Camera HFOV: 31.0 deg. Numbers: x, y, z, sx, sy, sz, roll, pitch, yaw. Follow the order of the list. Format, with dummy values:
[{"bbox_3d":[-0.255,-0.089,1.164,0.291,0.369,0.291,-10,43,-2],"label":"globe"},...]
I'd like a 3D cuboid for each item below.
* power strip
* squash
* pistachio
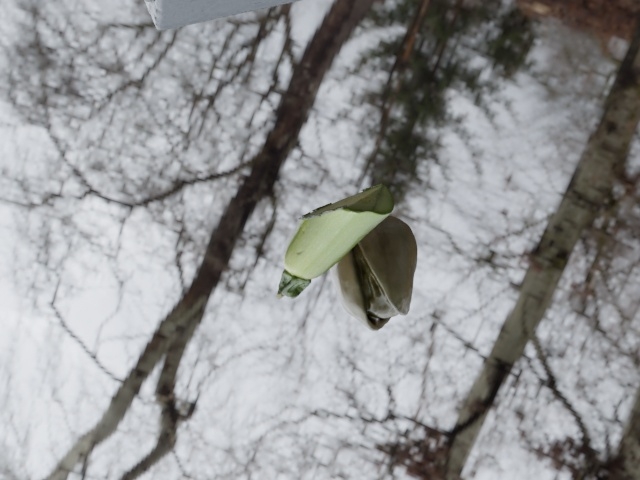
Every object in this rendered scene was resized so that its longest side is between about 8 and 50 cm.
[{"bbox_3d":[-0.118,-0.359,1.561,0.257,0.105,0.070,-17,-112,-17],"label":"power strip"},{"bbox_3d":[-0.001,-0.002,1.437,0.075,0.200,0.090,38,-150,-13],"label":"squash"},{"bbox_3d":[0.078,0.040,1.606,0.136,0.135,0.226,18,-152,-9],"label":"pistachio"}]
